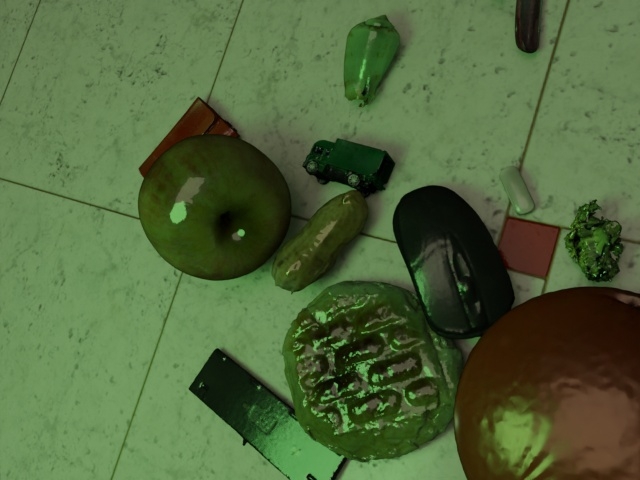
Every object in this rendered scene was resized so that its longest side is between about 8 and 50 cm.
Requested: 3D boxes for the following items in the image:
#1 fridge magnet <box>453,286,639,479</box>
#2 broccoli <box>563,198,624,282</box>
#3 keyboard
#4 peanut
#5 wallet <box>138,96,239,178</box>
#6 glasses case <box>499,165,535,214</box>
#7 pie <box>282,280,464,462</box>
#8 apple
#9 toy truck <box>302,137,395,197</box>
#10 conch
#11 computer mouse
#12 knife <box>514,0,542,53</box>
[{"bbox_3d":[0.355,0.239,0.759,0.364,0.155,0.363,-6,74,22],"label":"fridge magnet"},{"bbox_3d":[0.392,0.002,0.843,0.095,0.092,0.097,37,76,15],"label":"broccoli"},{"bbox_3d":[-0.097,0.313,1.026,0.317,0.027,0.106,32,88,28],"label":"keyboard"},{"bbox_3d":[0.000,0.000,1.018,0.099,0.099,0.214,37,89,28],"label":"peanut"},{"bbox_3d":[-0.273,-0.182,1.222,0.204,0.045,0.142,-48,63,6],"label":"wallet"},{"bbox_3d":[0.310,-0.079,0.938,0.032,0.021,0.083,-27,67,19],"label":"glasses case"},{"bbox_3d":[0.070,0.202,0.944,0.307,0.071,0.306,-8,69,21],"label":"pie"},{"bbox_3d":[-0.188,-0.062,1.050,0.256,0.257,0.234,-57,32,3],"label":"apple"},{"bbox_3d":[0.046,-0.130,1.050,0.147,0.065,0.079,18,83,27],"label":"toy truck"},{"bbox_3d":[0.080,-0.330,1.084,0.106,0.079,0.170,23,94,43],"label":"conch"},{"bbox_3d":[0.195,0.017,0.910,0.138,0.086,0.269,-20,64,2],"label":"computer mouse"},{"bbox_3d":[0.367,-0.441,0.988,0.124,0.053,0.277,11,90,-16],"label":"knife"}]
